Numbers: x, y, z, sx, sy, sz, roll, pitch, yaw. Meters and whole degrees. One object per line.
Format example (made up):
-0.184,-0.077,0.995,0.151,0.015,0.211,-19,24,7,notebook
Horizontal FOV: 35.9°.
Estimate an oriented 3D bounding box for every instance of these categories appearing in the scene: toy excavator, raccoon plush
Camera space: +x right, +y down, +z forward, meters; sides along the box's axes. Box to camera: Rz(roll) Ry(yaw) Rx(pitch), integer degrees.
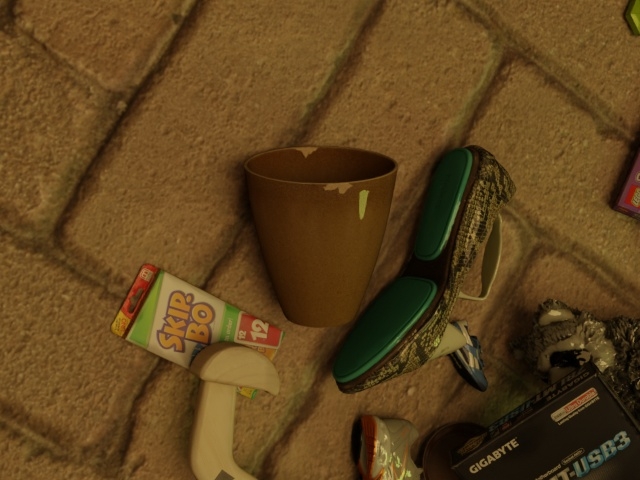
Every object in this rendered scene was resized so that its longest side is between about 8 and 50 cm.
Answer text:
-0.105,0.439,1.531,0.445,0.222,0.433,40,78,-17,toy excavator
0.541,0.186,1.835,0.299,0.446,0.216,34,118,14,raccoon plush

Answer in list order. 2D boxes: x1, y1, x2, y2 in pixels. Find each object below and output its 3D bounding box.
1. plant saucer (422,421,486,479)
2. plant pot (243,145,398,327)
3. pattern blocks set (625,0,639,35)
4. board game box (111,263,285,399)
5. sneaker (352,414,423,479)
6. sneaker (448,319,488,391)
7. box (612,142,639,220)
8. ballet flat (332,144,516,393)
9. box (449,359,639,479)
0.258,0.406,1.745,0.169,0.029,0.168,5,64,-10,plant saucer
0.000,0.000,1.556,0.237,0.237,0.254,-7,109,-22,plant pot
0.695,-0.487,1.902,0.285,0.026,0.324,-30,104,-18,pattern blocks set
-0.192,0.145,1.575,0.259,0.039,0.124,29,82,-19,board game box
0.121,0.430,1.688,0.121,0.099,0.262,3,93,-27,sneaker
0.266,0.205,1.755,0.059,0.053,0.144,-36,107,-19,sneaker
0.703,-0.153,1.864,0.201,0.057,0.293,23,83,7,box
0.205,0.074,1.670,0.182,0.164,0.482,34,77,-26,ballet flat
0.418,0.398,1.655,0.296,0.073,0.293,-35,101,10,box
